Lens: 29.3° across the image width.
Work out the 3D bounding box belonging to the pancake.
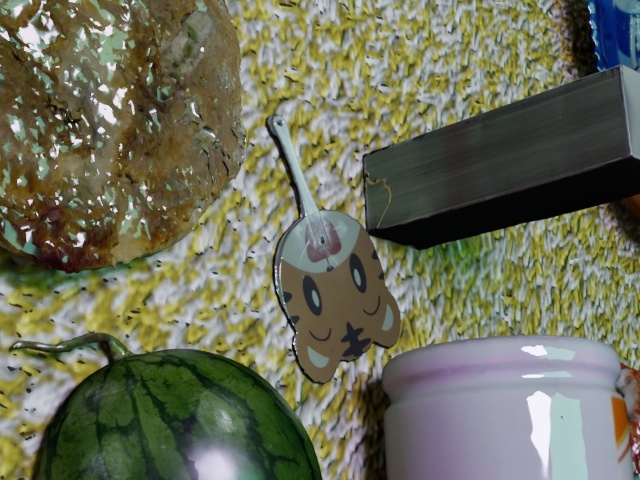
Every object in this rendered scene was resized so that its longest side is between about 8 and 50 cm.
[{"bbox_3d":[-0.177,-0.150,0.834,0.356,0.065,0.356,17,66,-44],"label":"pancake"}]

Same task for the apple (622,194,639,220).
[{"bbox_3d":[0.466,-0.093,1.450,0.234,0.234,0.234,20,63,-45],"label":"apple"}]

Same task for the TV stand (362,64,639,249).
[{"bbox_3d":[0.164,-0.062,1.042,0.088,0.270,0.082,12,70,-45],"label":"TV stand"}]

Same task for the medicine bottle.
[{"bbox_3d":[0.155,0.247,0.981,0.202,0.202,0.315,16,66,-46],"label":"medicine bottle"}]

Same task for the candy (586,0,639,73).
[{"bbox_3d":[0.407,-0.248,1.549,0.331,0.077,0.187,-2,81,-53],"label":"candy"}]

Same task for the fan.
[{"bbox_3d":[0.000,0.000,1.034,0.152,0.008,0.226,-24,98,-50],"label":"fan"}]

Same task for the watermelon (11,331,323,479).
[{"bbox_3d":[-0.075,0.161,0.800,0.204,0.127,0.232,1,71,-46],"label":"watermelon"}]

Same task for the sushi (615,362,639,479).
[{"bbox_3d":[0.270,0.255,1.187,0.124,0.130,0.332,51,50,-33],"label":"sushi"}]

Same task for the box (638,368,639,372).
[{"bbox_3d":[0.473,0.250,1.400,0.231,0.155,0.149,36,55,-39],"label":"box"}]
